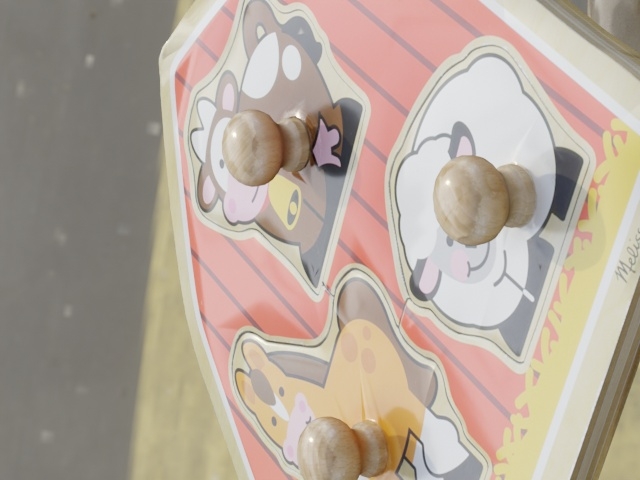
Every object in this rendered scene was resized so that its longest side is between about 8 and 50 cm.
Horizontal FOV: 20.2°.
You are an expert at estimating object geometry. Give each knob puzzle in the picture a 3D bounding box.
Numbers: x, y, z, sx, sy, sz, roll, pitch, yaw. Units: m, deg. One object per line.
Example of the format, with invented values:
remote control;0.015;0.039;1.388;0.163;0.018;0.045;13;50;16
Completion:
knob puzzle;0.000;0.000;0.445;0.213;0.030;0.213;17;111;55

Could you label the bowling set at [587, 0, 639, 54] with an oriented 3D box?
bowling set;0.043;-0.192;0.902;0.200;0.287;0.154;-125;34;-46
